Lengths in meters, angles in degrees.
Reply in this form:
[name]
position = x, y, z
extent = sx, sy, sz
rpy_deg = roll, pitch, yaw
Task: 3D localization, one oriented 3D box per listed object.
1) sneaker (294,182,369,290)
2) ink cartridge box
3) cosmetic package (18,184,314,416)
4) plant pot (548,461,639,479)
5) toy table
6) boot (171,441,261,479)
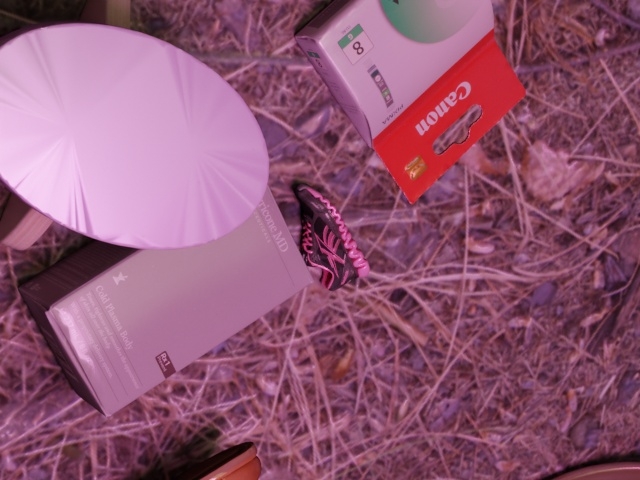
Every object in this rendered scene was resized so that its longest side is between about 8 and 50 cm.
[sneaker]
position = 0.000, 0.000, 1.789
extent = 0.057, 0.047, 0.119
rpy_deg = -33, 115, -6
[ink cartridge box]
position = 0.104, -0.170, 1.801
extent = 0.181, 0.056, 0.225
rpy_deg = -43, 116, -14
[cosmetic package]
position = -0.140, 0.041, 1.683
extent = 0.238, 0.107, 0.127
rpy_deg = -34, 113, -15
[plant pot]
position = 0.341, 0.442, 1.955
extent = 0.323, 0.323, 0.280
rpy_deg = -18, 127, -25
[toy table]
position = -0.198, -0.097, 1.585
extent = 0.274, 0.161, 0.252
rpy_deg = 34, 84, -30
[boot]
position = -0.109, 0.348, 1.720
extent = 0.283, 0.109, 0.220
rpy_deg = -44, 92, -9
